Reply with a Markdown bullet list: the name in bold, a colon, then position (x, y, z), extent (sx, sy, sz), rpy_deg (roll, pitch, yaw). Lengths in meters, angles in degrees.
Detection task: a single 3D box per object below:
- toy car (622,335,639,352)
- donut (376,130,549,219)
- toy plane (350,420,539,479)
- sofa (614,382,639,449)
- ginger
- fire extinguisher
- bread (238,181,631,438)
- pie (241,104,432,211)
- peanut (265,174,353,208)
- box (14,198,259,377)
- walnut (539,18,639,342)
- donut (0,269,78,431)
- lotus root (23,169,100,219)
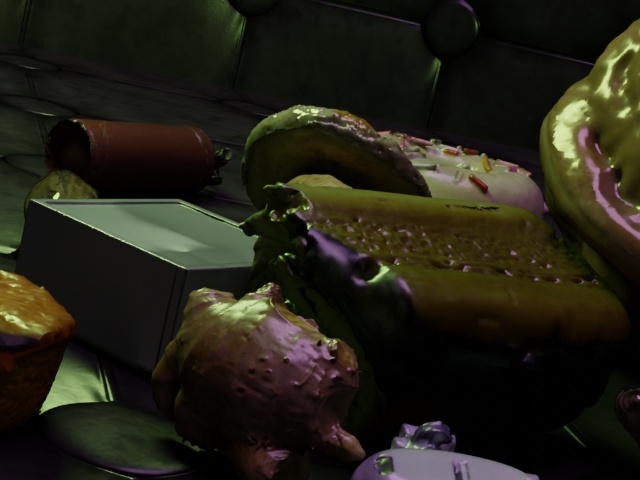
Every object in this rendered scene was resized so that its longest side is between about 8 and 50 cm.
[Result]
- **toy car**: position (0.478, 0.026, 1.830), extent (0.336, 0.226, 0.242), rpy_deg (16, -23, 9)
- **donut**: position (0.191, -0.075, 2.332), extent (0.383, 0.142, 0.382), rpy_deg (14, 13, -3)
- **toy plane**: position (0.106, 0.209, 1.146), extent (0.174, 0.080, 0.174), rpy_deg (13, 32, -8)
- **sofa**: position (0.410, 0.216, 1.354), extent (0.200, 0.182, 0.258), rpy_deg (1, 3, 35)
- **ginger**: position (-0.047, 0.121, 1.188), extent (0.216, 0.157, 0.102), rpy_deg (30, 0, 33)
- **fire extinguisher**: position (-0.258, -0.117, 2.148), extent (0.147, 0.106, 0.337), rpy_deg (-8, -5, 40)
- **bread**: position (0.109, 0.077, 1.398), extent (0.377, 0.208, 0.251), rpy_deg (2, 40, -36)
- **pie**: position (0.021, -0.072, 1.944), extent (0.274, 0.274, 0.055), rpy_deg (15, 51, 7)
- **peanut**: position (0.000, 0.000, 1.781), extent (0.140, 0.153, 0.325), rpy_deg (45, 8, -14)
- **box**: position (-0.153, 0.045, 1.492), extent (0.225, 0.117, 0.225), rpy_deg (22, 14, 35)
- **walnut**: position (0.407, -0.053, 1.541), extent (0.384, 0.383, 0.383), rpy_deg (13, 13, -3)
- **donut**: position (-0.329, 0.072, 1.185), extent (0.253, 0.118, 0.253), rpy_deg (16, 12, -3)
- **lotus root**: position (-0.310, -0.033, 1.740), extent (0.089, 0.080, 0.179), rpy_deg (34, 13, -13)
